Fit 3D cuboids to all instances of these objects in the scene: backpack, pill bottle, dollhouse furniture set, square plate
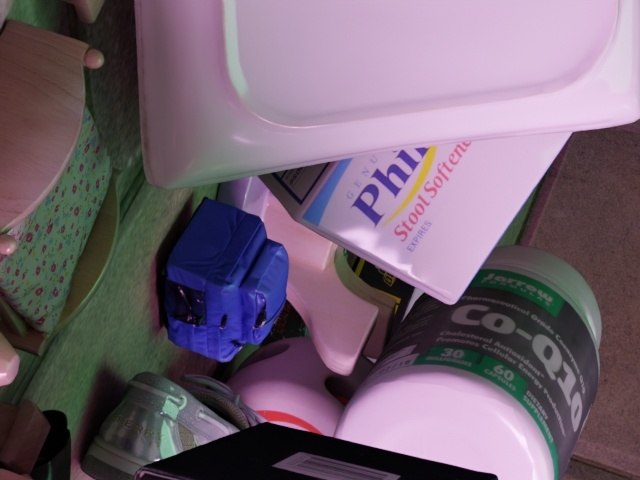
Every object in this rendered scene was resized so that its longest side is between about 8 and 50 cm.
[{"bbox_3d":[-0.082,0.046,1.598,0.098,0.101,0.120,-54,163,-38],"label":"backpack"},{"bbox_3d":[0.152,0.145,1.804,0.361,0.204,0.204,-51,156,-63],"label":"pill bottle"},{"bbox_3d":[-0.126,0.041,1.191,0.303,0.174,0.355,80,31,-68],"label":"dollhouse furniture set"},{"bbox_3d":[0.053,-0.209,1.165,0.049,0.347,0.344,-131,-144,-62],"label":"square plate"}]

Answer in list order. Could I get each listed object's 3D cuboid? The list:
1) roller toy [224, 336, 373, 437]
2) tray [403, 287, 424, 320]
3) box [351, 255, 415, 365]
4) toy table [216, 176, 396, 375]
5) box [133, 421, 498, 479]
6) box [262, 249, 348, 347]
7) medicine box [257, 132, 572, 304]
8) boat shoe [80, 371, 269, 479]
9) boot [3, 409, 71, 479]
[{"bbox_3d":[-0.017,0.200,1.884,0.146,0.209,0.191,-51,151,-62],"label":"roller toy"},{"bbox_3d":[0.101,0.110,2.267,0.145,0.030,0.270,110,1,-56],"label":"tray"},{"bbox_3d":[0.025,0.158,2.206,0.257,0.079,0.322,117,-4,-69],"label":"box"},{"bbox_3d":[0.000,0.000,1.761,0.274,0.161,0.252,89,22,-60],"label":"toy table"},{"bbox_3d":[-0.017,0.292,1.163,0.343,0.179,0.312,3,100,-80],"label":"box"},{"bbox_3d":[-0.010,0.016,2.019,0.233,0.044,0.159,96,16,-47],"label":"box"},{"bbox_3d":[0.064,-0.139,1.389,0.263,0.149,0.289,-56,-151,8],"label":"medicine box"},{"bbox_3d":[-0.105,0.163,1.630,0.103,0.118,0.320,-68,162,2],"label":"boat shoe"},{"bbox_3d":[-0.218,0.223,1.320,0.198,0.077,0.137,-79,175,-58],"label":"boot"}]
